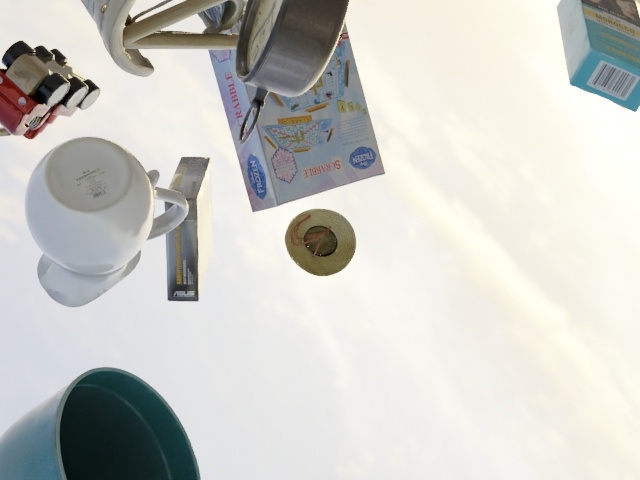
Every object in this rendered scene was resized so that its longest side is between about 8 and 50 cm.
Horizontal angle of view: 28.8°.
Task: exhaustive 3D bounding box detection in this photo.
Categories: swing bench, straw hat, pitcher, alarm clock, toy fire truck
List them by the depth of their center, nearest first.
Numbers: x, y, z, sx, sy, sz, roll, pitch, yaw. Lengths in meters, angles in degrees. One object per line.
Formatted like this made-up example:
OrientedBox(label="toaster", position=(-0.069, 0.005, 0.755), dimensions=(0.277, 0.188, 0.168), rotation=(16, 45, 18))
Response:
OrientedBox(label="alarm clock", position=(-0.027, -0.162, 0.990), dimensions=(0.064, 0.192, 0.129), rotation=(19, -160, -19))
OrientedBox(label="pitcher", position=(-0.211, -0.031, 1.269), dimensions=(0.177, 0.207, 0.125), rotation=(-31, -107, -21))
OrientedBox(label="swing bench", position=(-0.196, -0.335, 1.415), dimensions=(0.254, 0.165, 0.253), rotation=(-20, -112, -32))
OrientedBox(label="toy fire truck", position=(-0.559, -0.239, 2.267), dimensions=(0.158, 0.246, 0.217), rotation=(42, -170, 7))
OrientedBox(label="straw hat", position=(0.000, 0.000, 2.491), dimensions=(0.144, 0.144, 0.061), rotation=(45, -179, -3))

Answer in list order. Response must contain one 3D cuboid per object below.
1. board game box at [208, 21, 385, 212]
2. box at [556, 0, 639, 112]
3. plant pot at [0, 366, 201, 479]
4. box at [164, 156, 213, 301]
OrientedBox(label="board game box", position=(-0.038, -0.235, 2.181), dimensions=(0.318, 0.066, 0.318), rotation=(-18, -85, -49))
OrientedBox(label="box", position=(0.383, -0.270, 1.679), dimensions=(0.100, 0.060, 0.244), rotation=(21, -146, -9))
OrientedBox(label="plant pot", position=(-0.341, 0.343, 1.666), dimensions=(0.271, 0.255, 0.272), rotation=(42, -148, -35))
OrientedBox(label="box", position=(-0.223, -0.023, 2.119), dimensions=(0.056, 0.183, 0.231), rotation=(0, -158, 1))
